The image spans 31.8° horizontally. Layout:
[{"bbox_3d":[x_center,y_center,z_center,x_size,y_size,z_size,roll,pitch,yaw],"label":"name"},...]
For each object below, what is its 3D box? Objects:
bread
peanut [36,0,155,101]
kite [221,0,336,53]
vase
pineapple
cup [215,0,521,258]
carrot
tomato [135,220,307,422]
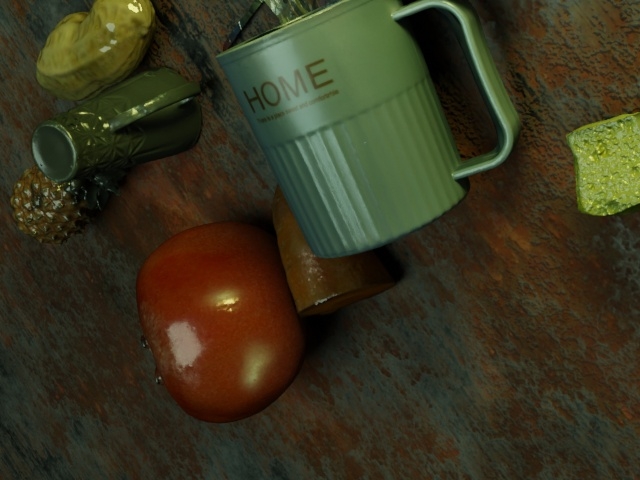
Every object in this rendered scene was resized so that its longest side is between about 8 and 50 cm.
[{"bbox_3d":[0.366,-0.093,1.358,0.129,0.111,0.114,-16,97,29],"label":"bread"},{"bbox_3d":[-0.382,-0.335,1.926,0.305,0.147,0.147,-17,100,46],"label":"peanut"},{"bbox_3d":[-0.046,-0.331,1.690,0.204,0.022,0.360,52,136,9],"label":"kite"},{"bbox_3d":[-0.328,-0.188,1.849,0.251,0.301,0.156,-24,94,39],"label":"vase"},{"bbox_3d":[-0.452,-0.114,2.117,0.340,0.169,0.169,-30,90,42],"label":"pineapple"},{"bbox_3d":[0.070,-0.175,1.526,0.257,0.331,0.311,-121,7,-78],"label":"cup"},{"bbox_3d":[0.000,0.000,1.756,0.159,0.159,0.225,-39,71,48],"label":"carrot"},{"bbox_3d":[-0.149,0.141,1.859,0.341,0.272,0.342,-20,-90,-88],"label":"tomato"}]
